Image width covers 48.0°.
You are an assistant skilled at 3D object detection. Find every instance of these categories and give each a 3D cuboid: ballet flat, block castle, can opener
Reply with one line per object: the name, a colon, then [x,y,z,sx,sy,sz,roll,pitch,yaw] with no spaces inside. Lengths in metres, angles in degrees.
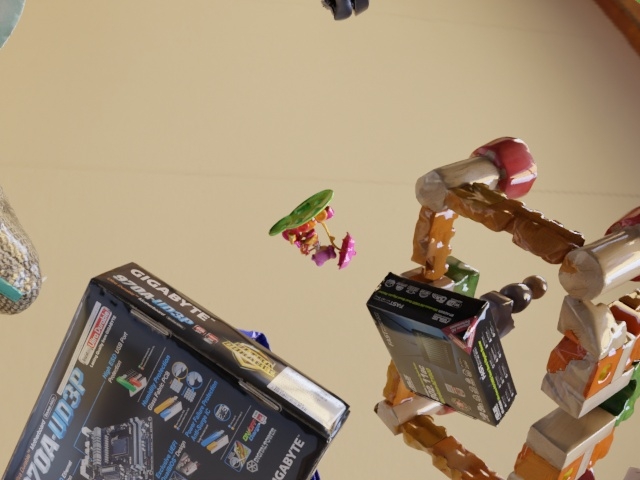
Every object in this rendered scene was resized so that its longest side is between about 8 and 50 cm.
ballet flat: [-0.474,0.003,0.991,0.164,0.182,0.483,-49,-149,-10]
block castle: [0.263,0.122,0.939,0.213,0.453,0.303,-17,-143,-36]
can opener: [0.029,-0.410,1.129,0.073,0.186,0.059,-34,-109,1]

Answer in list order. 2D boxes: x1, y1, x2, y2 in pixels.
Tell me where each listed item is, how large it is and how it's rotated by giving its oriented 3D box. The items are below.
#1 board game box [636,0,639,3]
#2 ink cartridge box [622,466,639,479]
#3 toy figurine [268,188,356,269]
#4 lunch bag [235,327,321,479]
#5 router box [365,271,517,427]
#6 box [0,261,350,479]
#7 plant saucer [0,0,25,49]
board game box: [0.524,-0.417,1.088,0.259,0.124,0.039,24,-140,-22]
ink cartridge box: [0.408,0.408,0.902,0.082,0.139,0.191,-4,-151,44]
toy figurine: [0.000,0.000,1.564,0.173,0.159,0.130,-30,-161,18]
lunch bag: [-0.113,0.249,0.676,0.221,0.138,0.293,-42,-128,14]
router box: [0.098,0.088,0.577,0.092,0.122,0.038,16,-126,41]
box: [-0.108,0.153,0.466,0.175,0.220,0.051,31,-163,11]
plant saucer: [-0.413,-0.235,0.786,0.195,0.037,0.195,-13,-123,21]
